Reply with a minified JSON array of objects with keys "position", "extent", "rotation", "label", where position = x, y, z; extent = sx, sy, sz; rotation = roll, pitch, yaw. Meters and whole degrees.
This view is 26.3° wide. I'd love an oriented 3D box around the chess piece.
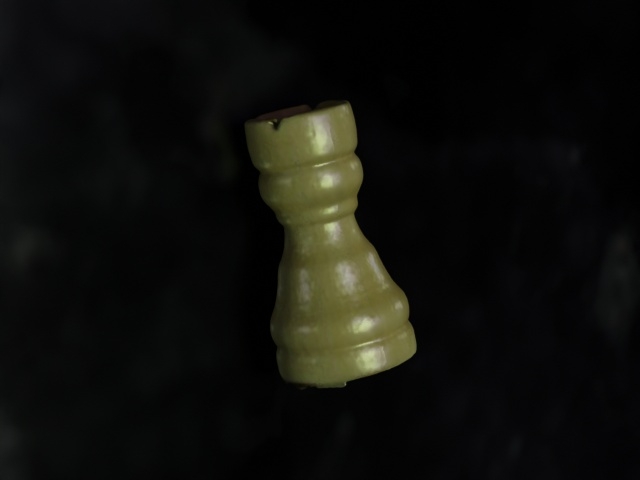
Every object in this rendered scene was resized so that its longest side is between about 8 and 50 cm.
[{"position":[0.000,0.000,0.624],"extent":[0.066,0.066,0.122],"rotation":[-23,105,-40],"label":"chess piece"}]
